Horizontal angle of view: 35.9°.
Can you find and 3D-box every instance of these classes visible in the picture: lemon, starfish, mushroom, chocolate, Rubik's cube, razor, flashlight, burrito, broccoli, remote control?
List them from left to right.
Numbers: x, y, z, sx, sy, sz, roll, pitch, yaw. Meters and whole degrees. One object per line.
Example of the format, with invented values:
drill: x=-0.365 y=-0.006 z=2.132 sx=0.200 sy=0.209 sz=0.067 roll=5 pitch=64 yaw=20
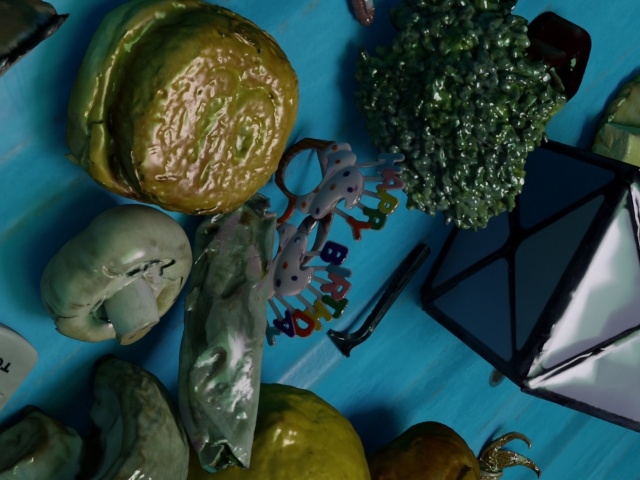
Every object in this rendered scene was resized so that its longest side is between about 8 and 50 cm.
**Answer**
remote control: x=-0.352 y=0.163 z=0.941 sx=0.190 sy=0.029 sz=0.087 roll=-53 pitch=141 yaw=-8
mushroom: x=-0.241 y=0.271 z=1.020 sx=0.267 sy=0.164 sz=0.189 roll=-36 pitch=134 yaw=-26
mushroom: x=-0.192 y=0.038 z=0.948 sx=0.154 sy=0.122 sz=0.154 roll=-26 pitch=154 yaw=-13
burrito: x=-0.104 y=0.091 z=1.049 sx=0.096 sy=0.066 sz=0.309 roll=6 pitch=81 yaw=-20
lemon: x=-0.063 y=0.309 z=1.169 sx=0.253 sy=0.253 sz=0.310 roll=-25 pitch=133 yaw=-35
flashlight: x=0.040 y=-0.282 z=1.078 sx=0.052 sy=0.031 sz=0.110 roll=-43 pitch=138 yaw=-20
razor: x=0.092 y=0.080 z=1.354 sx=0.190 sy=0.033 sz=0.066 roll=-49 pitch=140 yaw=-14
broccoli: x=0.155 y=-0.171 z=1.176 sx=0.245 sy=0.248 sz=0.288 roll=-79 pitch=-167 yaw=-82
starfish: x=0.328 y=0.429 z=1.782 sx=0.146 sy=0.074 sz=0.190 roll=-35 pitch=134 yaw=-25
chocolate: x=0.316 y=-0.230 z=1.363 sx=0.148 sy=0.080 sz=0.125 roll=-41 pitch=136 yaw=-24
Rubik's cube: x=0.369 y=0.051 z=1.358 sx=0.307 sy=0.305 sz=0.310 roll=24 pitch=98 yaw=-24

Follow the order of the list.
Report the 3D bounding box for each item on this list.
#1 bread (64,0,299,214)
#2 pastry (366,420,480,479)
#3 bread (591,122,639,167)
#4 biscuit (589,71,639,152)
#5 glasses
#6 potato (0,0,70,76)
bread: x=-0.121 y=-0.125 z=0.937 sx=0.236 sy=0.120 sz=0.198 roll=11 pitch=103 yaw=-49
pastry: x=0.088 y=0.413 z=1.397 sx=0.356 sy=0.164 sz=0.356 roll=-44 pitch=162 yaw=-18
bread: x=0.502 y=-0.116 z=1.584 sx=0.188 sy=0.068 sz=0.125 roll=0 pitch=114 yaw=-42
biscuit: x=0.502 y=-0.160 z=1.635 sx=0.187 sy=0.036 sz=0.273 roll=-8 pitch=119 yaw=-44
glasses: x=0.001 y=0.001 z=1.112 sx=0.095 sy=0.162 sz=0.255 roll=27 pitch=93 yaw=-54
potato: x=-0.372 y=-0.139 z=0.592 sx=0.296 sy=0.290 sz=0.397 roll=50 pitch=52 yaw=-21
